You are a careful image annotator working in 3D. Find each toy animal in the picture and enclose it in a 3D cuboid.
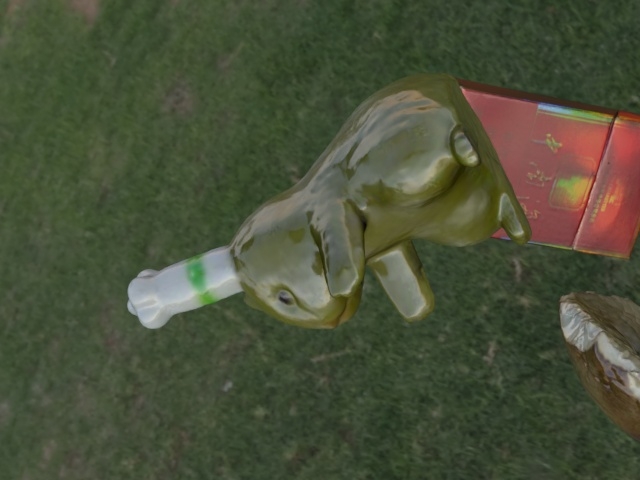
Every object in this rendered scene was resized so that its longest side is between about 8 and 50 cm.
[{"bbox_3d":[0.014,0.009,0.879,0.363,0.181,0.180,-42,57,12],"label":"toy animal"}]

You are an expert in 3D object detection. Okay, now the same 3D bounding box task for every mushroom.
[{"bbox_3d":[0.389,0.084,0.909,0.302,0.208,0.233,-27,42,2],"label":"mushroom"}]

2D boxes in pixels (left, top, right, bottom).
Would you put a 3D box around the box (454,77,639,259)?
[{"bbox_3d":[0.301,-0.097,1.327,0.089,0.313,0.197,-118,38,-68],"label":"box"}]
